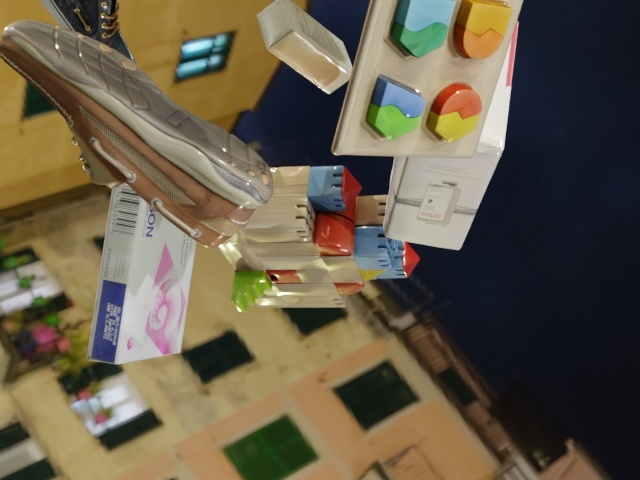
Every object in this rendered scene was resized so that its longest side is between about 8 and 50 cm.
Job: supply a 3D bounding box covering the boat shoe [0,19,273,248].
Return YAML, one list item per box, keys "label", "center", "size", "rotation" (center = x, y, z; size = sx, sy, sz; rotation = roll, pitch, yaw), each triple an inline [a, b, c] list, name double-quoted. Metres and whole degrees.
- label: "boat shoe"
  center: [-0.206, -0.107, 1.183]
  size: [0.324, 0.123, 0.116]
  rotation: [37, -69, 4]

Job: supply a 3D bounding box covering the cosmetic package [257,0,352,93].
- label: "cosmetic package"
  center: [-0.016, -0.219, 1.285]
  size: [0.041, 0.115, 0.060]
  rotation: [-34, -129, 23]

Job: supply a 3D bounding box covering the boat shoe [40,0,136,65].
- label: "boat shoe"
  center: [-0.281, -0.282, 1.464]
  size: [0.083, 0.065, 0.183]
  rotation: [-22, -59, 32]

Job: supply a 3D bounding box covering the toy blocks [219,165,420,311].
- label: "toy blocks"
  center: [0.000, 0.000, 1.704]
  size: [0.261, 0.381, 0.190]
  rotation: [-2, -116, 14]

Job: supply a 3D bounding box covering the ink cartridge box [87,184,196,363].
- label: "ink cartridge box"
  center: [-0.276, 0.040, 1.985]
  size: [0.072, 0.330, 0.324]
  rotation: [9, -87, 19]

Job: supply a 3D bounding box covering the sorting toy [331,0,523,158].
- label: "sorting toy"
  center: [0.115, -0.170, 1.133]
  size: [0.038, 0.208, 0.193]
  rotation: [37, -59, 43]

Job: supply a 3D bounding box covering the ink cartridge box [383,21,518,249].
- label: "ink cartridge box"
  center: [0.169, -0.143, 1.529]
  size: [0.117, 0.207, 0.283]
  rotation: [10, -27, 0]
